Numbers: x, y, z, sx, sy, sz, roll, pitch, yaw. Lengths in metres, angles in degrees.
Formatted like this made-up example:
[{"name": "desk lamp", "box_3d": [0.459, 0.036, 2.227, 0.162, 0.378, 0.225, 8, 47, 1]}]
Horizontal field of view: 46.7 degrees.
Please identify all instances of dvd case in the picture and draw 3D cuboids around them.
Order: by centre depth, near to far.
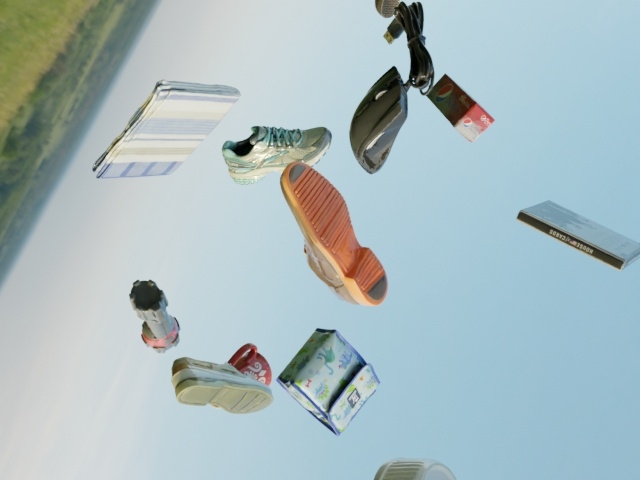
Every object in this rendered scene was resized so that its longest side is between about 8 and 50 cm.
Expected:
[{"name": "dvd case", "box_3d": [0.562, -0.016, 1.592, 0.238, 0.179, 0.030, 32, -63, 28]}]

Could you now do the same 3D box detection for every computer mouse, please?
[{"name": "computer mouse", "box_3d": [0.088, -0.231, 1.108, 0.262, 0.060, 0.184, 121, -29, -58]}]

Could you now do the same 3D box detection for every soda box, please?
[{"name": "soda box", "box_3d": [0.390, -0.377, 2.097, 0.092, 0.083, 0.263, -46, -151, 16]}]

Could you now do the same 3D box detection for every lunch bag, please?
[{"name": "lunch bag", "box_3d": [0.021, 0.250, 1.305, 0.129, 0.151, 0.096, -48, -161, -20]}]

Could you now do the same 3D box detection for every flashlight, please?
[{"name": "flashlight", "box_3d": [-0.407, 0.183, 1.814, 0.304, 0.103, 0.103, 94, 0, -63]}]

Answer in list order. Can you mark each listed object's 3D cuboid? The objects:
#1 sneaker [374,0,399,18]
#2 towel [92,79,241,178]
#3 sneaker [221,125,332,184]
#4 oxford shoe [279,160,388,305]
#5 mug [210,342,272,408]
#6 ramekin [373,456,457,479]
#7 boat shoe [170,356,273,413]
[{"name": "sneaker", "box_3d": [0.157, -0.601, 1.668, 0.071, 0.066, 0.189, 60, -40, 47]}, {"name": "towel", "box_3d": [-0.306, -0.216, 1.471, 0.285, 0.209, 0.034, -40, -110, 36]}, {"name": "sneaker", "box_3d": [-0.111, -0.225, 1.803, 0.282, 0.122, 0.110, -17, -138, 16]}, {"name": "oxford shoe", "box_3d": [0.000, 0.000, 1.550, 0.132, 0.364, 0.130, -8, -148, 43]}, {"name": "mug", "box_3d": [-0.232, 0.360, 1.994, 0.113, 0.150, 0.169, -8, -172, 40]}, {"name": "ramekin", "box_3d": [0.206, 0.543, 1.510, 0.109, 0.207, 0.207, -21, -139, 36]}, {"name": "boat shoe", "box_3d": [-0.235, 0.350, 1.825, 0.113, 0.302, 0.103, -42, -130, 19]}]
